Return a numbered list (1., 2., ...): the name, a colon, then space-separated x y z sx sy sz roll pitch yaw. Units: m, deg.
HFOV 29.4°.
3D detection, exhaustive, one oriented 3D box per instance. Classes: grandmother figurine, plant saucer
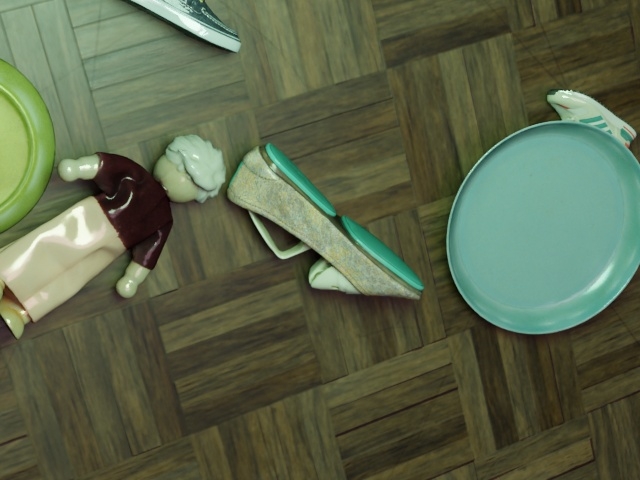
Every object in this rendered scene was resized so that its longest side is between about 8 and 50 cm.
1. grandmother figurine: -0.266 -0.025 1.518 0.342 0.104 0.208 -34 137 -16
2. plant saucer: -0.436 -0.111 1.462 0.241 0.037 0.241 -4 100 -20
3. plant saucer: 0.324 -0.020 1.756 0.317 0.044 0.318 -5 107 -15

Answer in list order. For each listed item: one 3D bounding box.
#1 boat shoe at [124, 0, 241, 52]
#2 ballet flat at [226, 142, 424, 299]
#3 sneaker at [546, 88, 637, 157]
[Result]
1. boat shoe: -0.167 -0.306 1.520 0.183 0.065 0.083 26 90 -23
2. ballet flat: 0.000 0.000 1.634 0.316 0.107 0.106 42 103 -17
3. sneaker: 0.387 -0.159 1.770 0.161 0.057 0.075 28 84 -26
